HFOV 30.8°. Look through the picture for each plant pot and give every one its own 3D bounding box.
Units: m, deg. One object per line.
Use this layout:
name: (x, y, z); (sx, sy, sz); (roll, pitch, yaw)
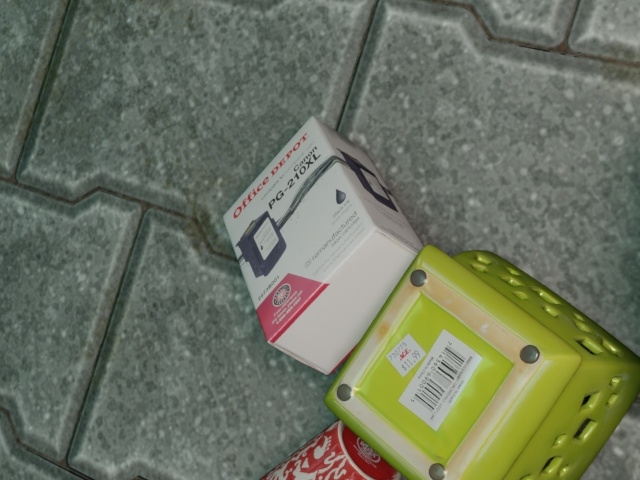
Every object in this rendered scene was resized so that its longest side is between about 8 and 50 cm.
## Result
plant pot: (0.154, 0.144, 1.157); (0.227, 0.207, 0.228); (38, 100, 30)

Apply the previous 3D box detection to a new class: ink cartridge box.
ink cartridge box: (0.000, 0.000, 1.282); (0.172, 0.100, 0.237); (-47, 36, 16)

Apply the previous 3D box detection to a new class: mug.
mug: (0.014, 0.277, 1.269); (0.169, 0.150, 0.113); (-45, 34, 28)
